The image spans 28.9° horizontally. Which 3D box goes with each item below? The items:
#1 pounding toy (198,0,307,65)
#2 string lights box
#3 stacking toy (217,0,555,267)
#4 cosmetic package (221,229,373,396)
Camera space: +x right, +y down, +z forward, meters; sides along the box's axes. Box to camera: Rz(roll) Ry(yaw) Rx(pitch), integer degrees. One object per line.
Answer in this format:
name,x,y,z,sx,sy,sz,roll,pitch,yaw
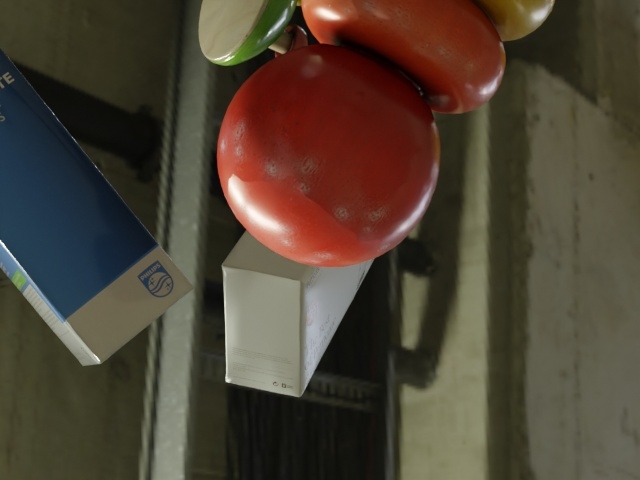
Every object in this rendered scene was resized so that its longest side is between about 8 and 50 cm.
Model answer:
pounding toy,-0.059,-0.299,1.497,0.110,0.183,0.237,19,-144,-30
string lights box,-0.198,-0.043,0.780,0.077,0.133,0.260,-40,-85,-16
stacking toy,0.061,-0.140,0.511,0.141,0.141,0.330,36,-96,-40
cosmetic package,0.000,0.000,0.899,0.239,0.060,0.099,-59,-27,-53
